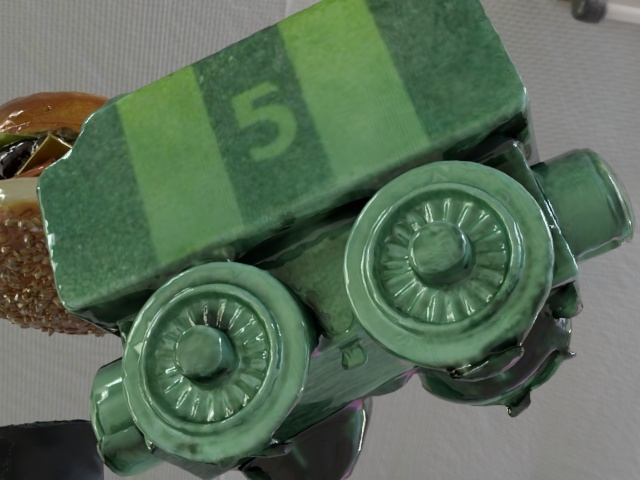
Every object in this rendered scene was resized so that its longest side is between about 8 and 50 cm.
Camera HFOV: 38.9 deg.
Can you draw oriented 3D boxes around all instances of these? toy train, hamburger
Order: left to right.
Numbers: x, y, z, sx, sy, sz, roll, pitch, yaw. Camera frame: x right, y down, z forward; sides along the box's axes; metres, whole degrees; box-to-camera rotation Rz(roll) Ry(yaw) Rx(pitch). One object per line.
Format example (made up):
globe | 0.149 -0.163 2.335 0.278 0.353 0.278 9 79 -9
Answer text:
hamburger | -0.283 -0.016 1.035 0.291 0.225 0.291 1 -33 0
toy train | 0.000 0.000 0.482 0.299 0.238 0.167 -24 -26 7

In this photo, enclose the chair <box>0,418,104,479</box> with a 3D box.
chair | -0.247 0.276 0.802 0.140 0.145 0.221 -4 -103 -9
